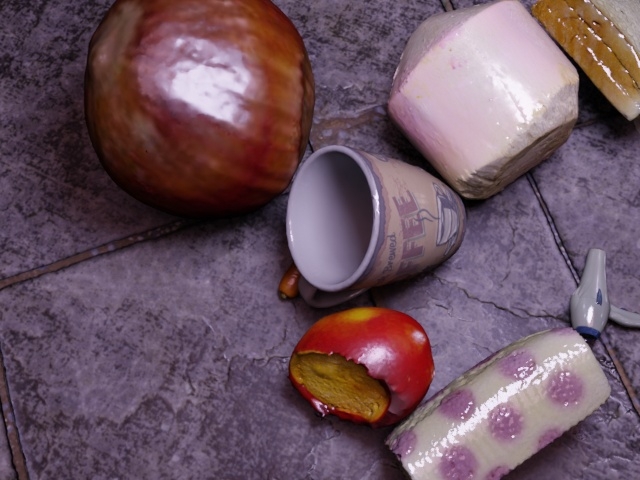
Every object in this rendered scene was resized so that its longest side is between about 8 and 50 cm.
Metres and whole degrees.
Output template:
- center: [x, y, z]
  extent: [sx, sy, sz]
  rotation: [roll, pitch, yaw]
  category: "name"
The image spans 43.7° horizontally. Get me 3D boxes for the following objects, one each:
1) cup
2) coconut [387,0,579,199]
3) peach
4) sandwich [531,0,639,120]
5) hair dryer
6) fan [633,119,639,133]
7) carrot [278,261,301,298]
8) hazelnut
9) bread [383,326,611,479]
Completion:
- center: [0.091, 0.001, 1.324]
  extent: [0.257, 0.301, 0.227]
  rotation: [5, 39, -38]
  category: "cup"
- center: [0.270, -0.256, 1.372]
  extent: [0.298, 0.297, 0.309]
  rotation: [-33, 75, -8]
  category: "coconut"
- center: [0.062, 0.204, 1.269]
  extent: [0.226, 0.190, 0.196]
  rotation: [-11, 75, -8]
  category: "peach"
- center: [0.525, -0.352, 1.395]
  extent: [0.271, 0.099, 0.301]
  rotation: [55, 40, 2]
  category: "sandwich"
- center: [0.521, 0.096, 1.364]
  extent: [0.199, 0.067, 0.167]
  rotation: [5, 66, -7]
  category: "hair dryer"
- center: [0.733, -0.193, 1.465]
  extent: [0.310, 0.010, 0.182]
  rotation: [32, 75, 12]
  category: "fan"
- center: [0.000, 0.000, 1.418]
  extent: [0.043, 0.043, 0.247]
  rotation: [30, 73, 11]
  category: "carrot"
- center: [-0.201, -0.242, 1.326]
  extent: [0.420, 0.421, 0.353]
  rotation: [-53, 33, -13]
  category: "hazelnut"
- center: [0.268, 0.272, 1.239]
  extent: [0.338, 0.187, 0.155]
  rotation: [-32, 81, -7]
  category: "bread"
